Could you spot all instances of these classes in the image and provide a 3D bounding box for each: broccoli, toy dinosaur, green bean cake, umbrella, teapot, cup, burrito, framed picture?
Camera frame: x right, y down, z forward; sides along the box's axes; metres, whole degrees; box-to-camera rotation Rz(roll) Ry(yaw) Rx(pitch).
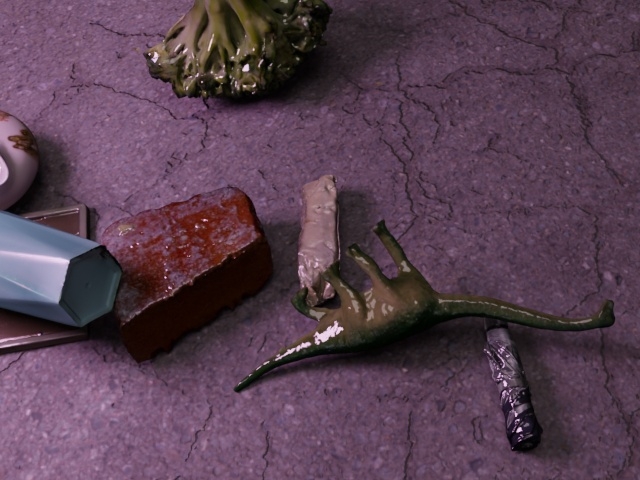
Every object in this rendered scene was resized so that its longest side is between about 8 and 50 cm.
[{"bbox_3d":[-0.142,-0.362,1.439,0.288,0.245,0.248,-38,51,-25],"label":"broccoli"},{"bbox_3d":[0.123,0.131,1.175,0.447,0.087,0.301,-43,89,9],"label":"toy dinosaur"},{"bbox_3d":[-0.183,0.040,1.255,0.233,0.097,0.198,-20,55,-8],"label":"green bean cake"},{"bbox_3d":[0.243,0.177,1.147,0.046,0.050,0.188,-24,51,25],"label":"umbrella"},{"bbox_3d":[-0.550,-0.131,1.381,0.298,0.139,0.204,34,65,27],"label":"teapot"},{"bbox_3d":[-0.385,0.036,1.202,0.236,0.134,0.148,11,59,29],"label":"cup"},{"bbox_3d":[-0.002,0.000,1.290,0.063,0.058,0.229,0,54,2],"label":"burrito"},{"bbox_3d":[-0.500,0.067,1.313,0.325,0.020,0.240,-10,55,-2],"label":"framed picture"}]
